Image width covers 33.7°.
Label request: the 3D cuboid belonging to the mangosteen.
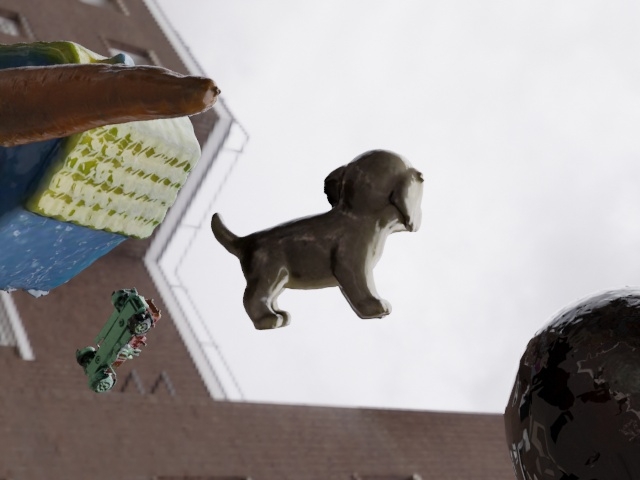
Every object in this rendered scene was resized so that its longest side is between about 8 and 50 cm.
[{"bbox_3d":[0.331,0.168,1.021,0.330,0.330,0.330,-14,-109,49],"label":"mangosteen"}]

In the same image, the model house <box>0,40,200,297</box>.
[{"bbox_3d":[-0.289,-0.090,1.139,0.303,0.237,0.216,-25,-105,17],"label":"model house"}]

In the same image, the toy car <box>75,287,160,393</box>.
[{"bbox_3d":[-0.275,0.137,1.435,0.143,0.054,0.073,-56,-133,15],"label":"toy car"}]

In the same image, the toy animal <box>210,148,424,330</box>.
[{"bbox_3d":[0.013,0.010,1.105,0.233,0.121,0.169,-20,-97,10],"label":"toy animal"}]

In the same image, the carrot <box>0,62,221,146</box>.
[{"bbox_3d":[-0.159,-0.104,0.776,0.209,0.061,0.061,0,-98,31],"label":"carrot"}]
